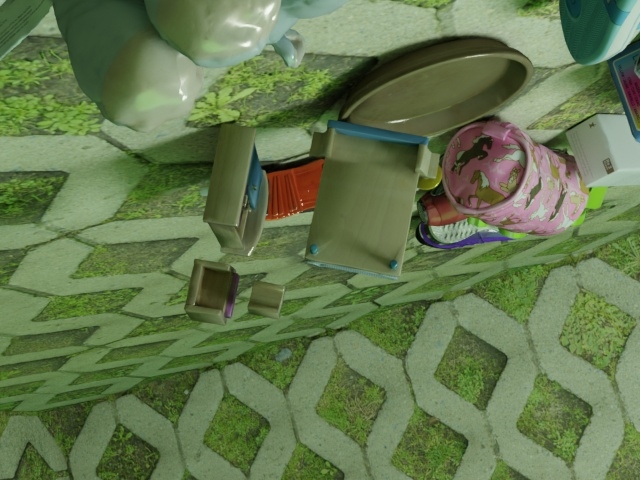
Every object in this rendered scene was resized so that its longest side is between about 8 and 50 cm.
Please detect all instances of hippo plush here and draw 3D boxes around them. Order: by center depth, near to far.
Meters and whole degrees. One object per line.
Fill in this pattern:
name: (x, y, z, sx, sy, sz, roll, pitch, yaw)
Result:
hippo plush: (-0.076, -0.182, 0.680, 0.294, 0.234, 0.237, -26, 163, 36)

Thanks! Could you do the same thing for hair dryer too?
hair dryer: (0.264, -0.091, 1.797, 0.293, 0.080, 0.224, -3, 161, -45)

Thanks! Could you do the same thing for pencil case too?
pencil case: (0.350, -0.103, 1.657, 0.160, 0.167, 0.386, -17, 168, 29)

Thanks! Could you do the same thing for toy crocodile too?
toy crocodile: (0.470, -0.089, 2.016, 0.341, 0.105, 0.115, -11, 125, -14)

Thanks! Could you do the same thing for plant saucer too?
plant saucer: (0.152, -0.203, 1.287, 0.278, 0.041, 0.278, -15, 168, -3)

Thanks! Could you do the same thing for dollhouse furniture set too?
dollhouse furniture set: (0.000, 0.000, 1.303, 0.303, 0.286, 0.198, 9, 168, 4)

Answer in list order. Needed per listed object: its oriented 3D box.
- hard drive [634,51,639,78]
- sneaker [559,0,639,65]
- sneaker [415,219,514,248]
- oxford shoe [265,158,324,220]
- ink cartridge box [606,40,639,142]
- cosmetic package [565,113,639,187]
hard drive: (0.541, -0.212, 1.212, 0.255, 0.054, 0.172, 28, 136, -30)
sneaker: (0.392, -0.294, 1.000, 0.208, 0.127, 0.319, -12, 167, -8)
sneaker: (0.340, -0.037, 2.097, 0.293, 0.102, 0.146, -4, 168, -24)
oxford shoe: (0.002, -0.092, 1.516, 0.271, 0.096, 0.098, -8, -175, -14)
ink cartridge box: (0.661, -0.268, 1.379, 0.395, 0.151, 0.270, -25, 164, 30)
cosmetic package: (0.570, -0.167, 1.753, 0.231, 0.117, 0.085, -4, 161, -38)
